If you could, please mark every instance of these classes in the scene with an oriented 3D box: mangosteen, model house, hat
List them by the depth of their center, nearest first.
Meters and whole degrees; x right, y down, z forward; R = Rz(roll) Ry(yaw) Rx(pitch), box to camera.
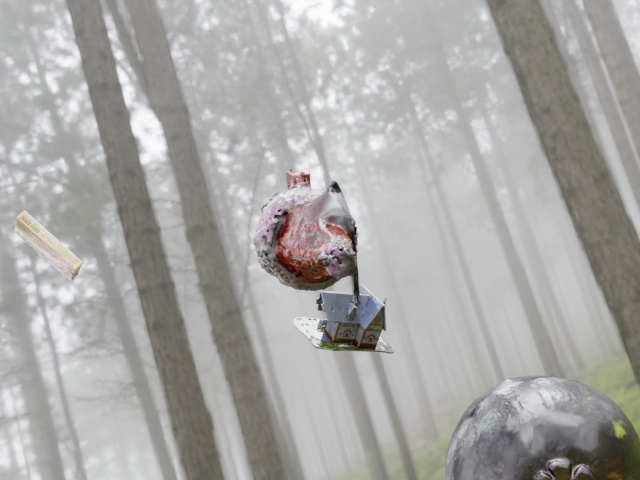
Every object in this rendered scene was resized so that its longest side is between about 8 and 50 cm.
[{"bbox_3d":[0.003,-0.003,0.963,0.129,0.140,0.227,14,2,-15],"label":"hat"},{"bbox_3d":[0.310,0.323,1.213,0.288,0.288,0.288,-16,-10,-3],"label":"mangosteen"},{"bbox_3d":[0.050,0.124,1.457,0.167,0.088,0.117,8,19,-27],"label":"model house"}]

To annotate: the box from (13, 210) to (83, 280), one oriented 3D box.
[{"bbox_3d":[-0.326,0.008,1.037,0.015,0.093,0.058,-50,5,-26],"label":"box"}]
